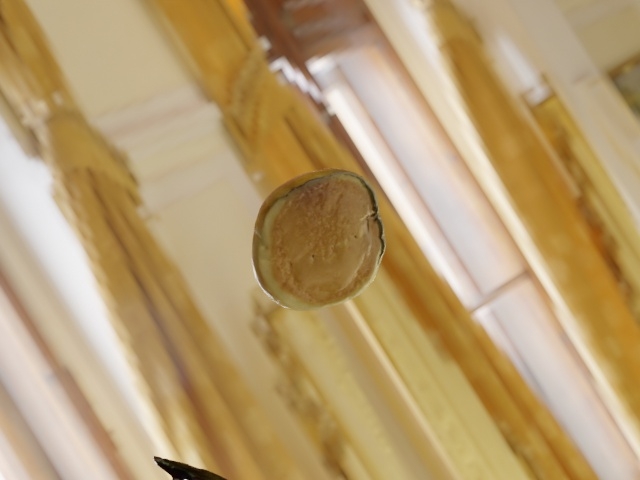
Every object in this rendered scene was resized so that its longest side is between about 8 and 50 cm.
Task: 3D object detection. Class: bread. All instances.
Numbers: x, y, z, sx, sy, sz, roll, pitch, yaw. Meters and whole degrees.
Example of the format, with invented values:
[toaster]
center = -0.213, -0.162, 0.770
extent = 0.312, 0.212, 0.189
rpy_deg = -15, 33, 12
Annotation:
[bread]
center = 0.000, 0.000, 1.297
extent = 0.110, 0.110, 0.024
rpy_deg = -32, -153, -12

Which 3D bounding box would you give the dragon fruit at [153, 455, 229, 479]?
[dragon fruit]
center = -0.049, 0.099, 0.565
extent = 0.060, 0.056, 0.083
rpy_deg = -66, -167, -9
